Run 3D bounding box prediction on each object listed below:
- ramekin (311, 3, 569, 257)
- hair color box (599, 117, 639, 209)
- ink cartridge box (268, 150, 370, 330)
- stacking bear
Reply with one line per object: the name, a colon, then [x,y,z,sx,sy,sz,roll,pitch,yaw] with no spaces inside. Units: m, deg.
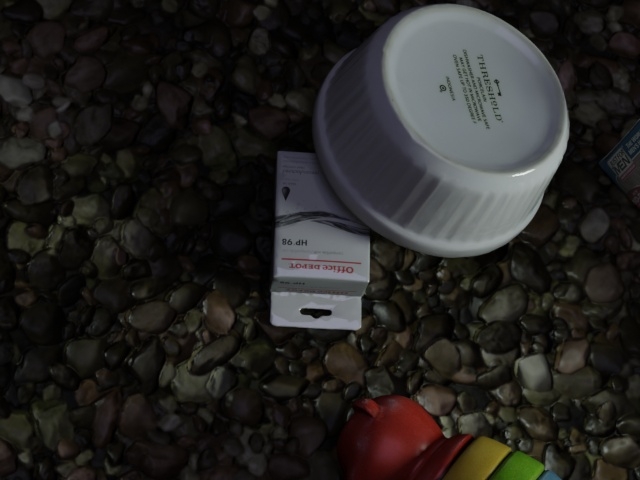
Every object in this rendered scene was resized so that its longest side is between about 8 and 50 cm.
ramekin: [0.136,-0.127,1.365,0.272,0.127,0.273,10,59,-17]
hair color box: [0.485,-0.175,1.429,0.347,0.174,0.105,-38,80,-15]
ink cartridge box: [0.000,0.000,1.382,0.104,0.060,0.180,3,71,-6]
stacking bear: [0.139,0.263,1.263,0.289,0.175,0.164,36,74,15]
